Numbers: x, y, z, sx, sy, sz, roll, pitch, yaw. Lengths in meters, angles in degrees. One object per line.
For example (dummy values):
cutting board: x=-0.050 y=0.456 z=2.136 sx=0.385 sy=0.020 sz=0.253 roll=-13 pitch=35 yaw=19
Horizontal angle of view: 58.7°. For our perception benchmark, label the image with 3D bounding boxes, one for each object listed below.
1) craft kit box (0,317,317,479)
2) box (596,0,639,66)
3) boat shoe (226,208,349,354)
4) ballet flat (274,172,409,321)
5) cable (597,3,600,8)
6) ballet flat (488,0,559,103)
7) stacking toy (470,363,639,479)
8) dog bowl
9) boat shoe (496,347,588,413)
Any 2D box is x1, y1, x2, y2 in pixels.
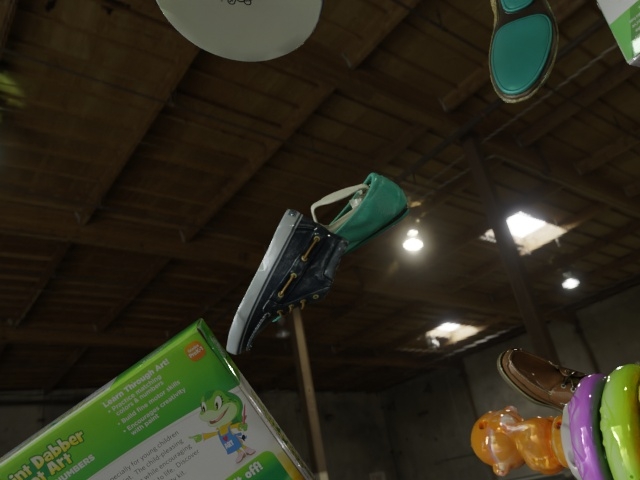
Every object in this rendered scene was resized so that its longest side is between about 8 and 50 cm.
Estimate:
craft kit box: x=-0.124 y=0.231 z=0.433 sx=0.249 sy=0.247 sz=0.061 roll=-34 pitch=8 yaw=-6
box: x=0.480 y=-0.443 z=0.795 sx=0.058 sy=0.322 sz=0.232 roll=2 pitch=-25 yaw=-29
boat shoe: x=-0.039 y=0.062 z=0.646 sx=0.083 sy=0.183 sz=0.065 roll=26 pitch=11 yaw=-1
ballet flat: x=0.000 y=0.000 z=0.748 sx=0.247 sy=0.087 sz=0.083 roll=-40 pitch=11 yaw=2
cable: x=0.762 y=-0.514 z=1.286 sx=0.257 sy=0.257 sz=0.089 roll=32 pitch=-72 yaw=1
ballet flat: x=0.374 y=-0.385 z=1.043 sx=0.123 sy=0.349 sz=0.123 roll=3 pitch=-21 yaw=1
stacking toy: x=0.249 y=0.151 z=0.428 sx=0.301 sy=0.175 sz=0.166 roll=-21 pitch=-58 yaw=41
dog bowl: x=-0.120 y=-0.409 z=0.871 sx=0.264 sy=0.104 sz=0.265 roll=4 pitch=-31 yaw=2
boat shoe: x=0.543 y=0.322 z=1.247 sx=0.307 sy=0.111 sz=0.104 roll=30 pitch=-36 yaw=4
